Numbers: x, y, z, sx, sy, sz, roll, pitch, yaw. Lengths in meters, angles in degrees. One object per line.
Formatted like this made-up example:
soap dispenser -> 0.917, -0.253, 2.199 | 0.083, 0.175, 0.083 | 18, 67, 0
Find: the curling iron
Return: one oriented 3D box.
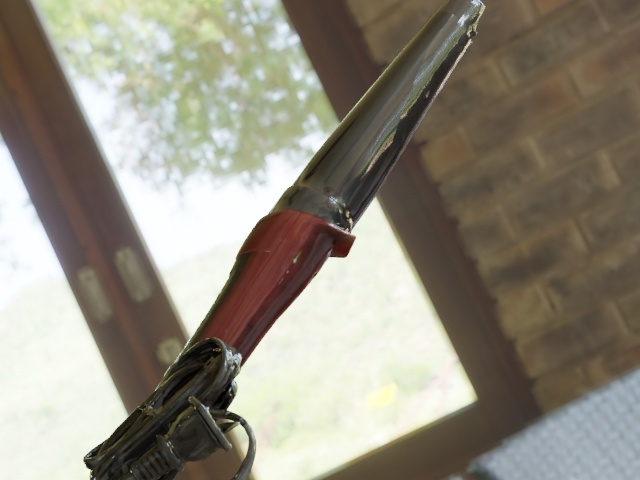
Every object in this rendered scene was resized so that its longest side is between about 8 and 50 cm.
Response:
curling iron -> 0.000, 0.000, 0.568 | 0.068, 0.035, 0.274 | -16, 31, 47
